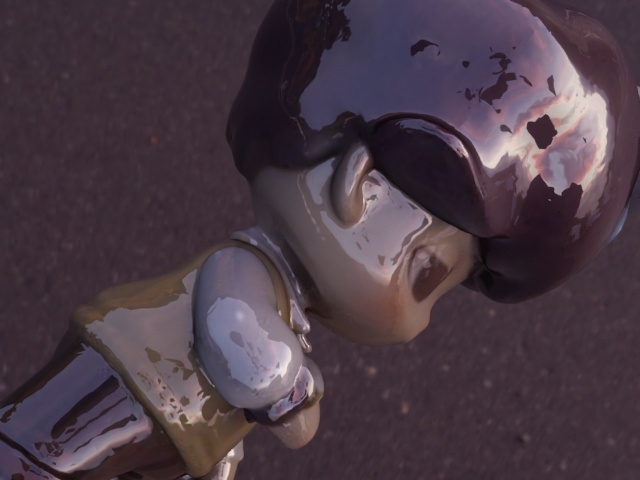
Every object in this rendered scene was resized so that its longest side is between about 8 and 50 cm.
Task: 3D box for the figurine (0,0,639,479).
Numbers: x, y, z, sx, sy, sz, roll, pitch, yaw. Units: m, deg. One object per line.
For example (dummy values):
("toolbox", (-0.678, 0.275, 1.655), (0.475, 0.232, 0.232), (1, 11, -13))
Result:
("figurine", (0.011, 0.013, 0.716), (0.206, 0.218, 0.365), (28, 73, 24))
